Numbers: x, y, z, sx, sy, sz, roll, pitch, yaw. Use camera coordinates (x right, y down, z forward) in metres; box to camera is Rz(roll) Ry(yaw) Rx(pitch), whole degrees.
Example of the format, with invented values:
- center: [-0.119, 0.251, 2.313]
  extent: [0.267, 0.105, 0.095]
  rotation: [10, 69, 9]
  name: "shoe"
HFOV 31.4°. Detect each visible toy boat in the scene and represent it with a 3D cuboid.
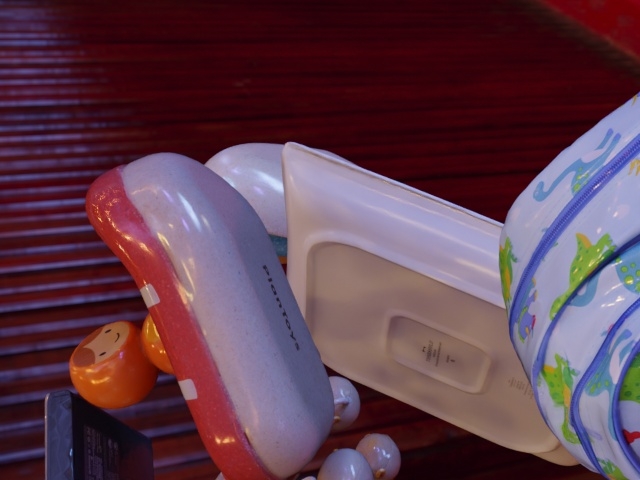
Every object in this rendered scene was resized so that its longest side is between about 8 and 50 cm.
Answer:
- center: [-0.097, 0.062, 0.747]
  extent: [0.151, 0.151, 0.231]
  rotation: [-14, -99, -80]
  name: "toy boat"
- center: [0.000, 0.000, 1.281]
  extent: [0.318, 0.267, 0.148]
  rotation: [33, 112, 38]
  name: "toy boat"

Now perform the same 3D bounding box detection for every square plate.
- center: [0.113, 0.083, 1.021]
  extent: [0.344, 0.049, 0.347]
  rotation: [23, 152, 12]
  name: "square plate"

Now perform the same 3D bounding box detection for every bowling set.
- center: [0.020, 0.207, 0.918]
  extent: [0.154, 0.200, 0.287]
  rotation: [-45, 22, 12]
  name: "bowling set"

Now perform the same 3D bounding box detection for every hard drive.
- center: [-0.154, 0.171, 0.813]
  extent: [0.135, 0.022, 0.094]
  rotation: [54, -155, -60]
  name: "hard drive"

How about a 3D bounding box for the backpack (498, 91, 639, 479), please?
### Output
- center: [0.281, 0.006, 0.685]
  extent: [0.356, 0.290, 0.273]
  rotation: [-20, 45, 23]
  name: "backpack"
